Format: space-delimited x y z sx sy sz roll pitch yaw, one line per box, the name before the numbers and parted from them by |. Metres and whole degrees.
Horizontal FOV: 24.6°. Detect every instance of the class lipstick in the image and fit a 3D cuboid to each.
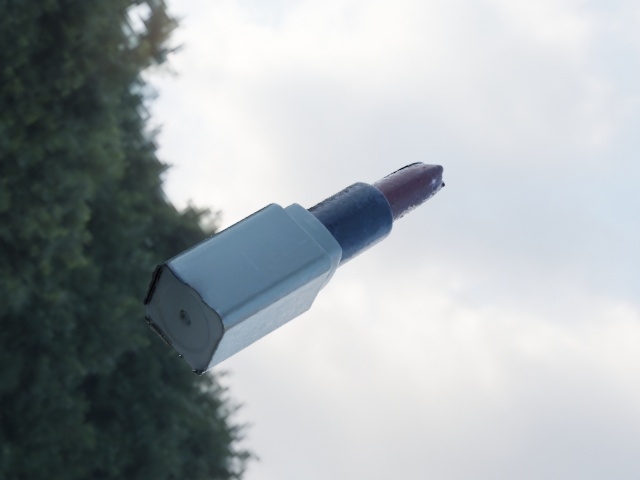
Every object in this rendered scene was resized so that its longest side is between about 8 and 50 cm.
lipstick | 0.000 0.000 0.405 0.025 0.107 0.025 46 -41 17
